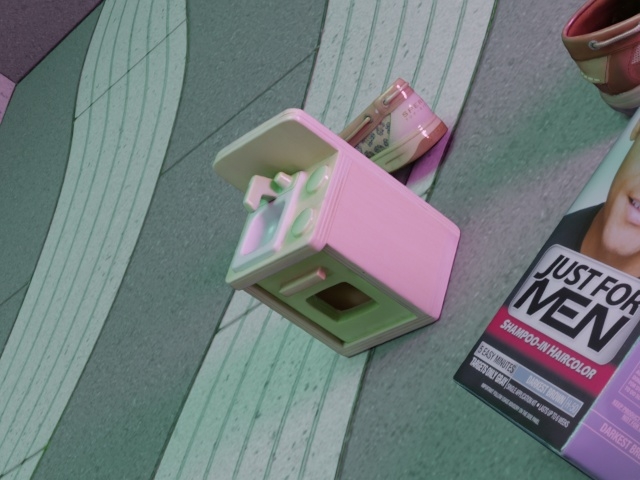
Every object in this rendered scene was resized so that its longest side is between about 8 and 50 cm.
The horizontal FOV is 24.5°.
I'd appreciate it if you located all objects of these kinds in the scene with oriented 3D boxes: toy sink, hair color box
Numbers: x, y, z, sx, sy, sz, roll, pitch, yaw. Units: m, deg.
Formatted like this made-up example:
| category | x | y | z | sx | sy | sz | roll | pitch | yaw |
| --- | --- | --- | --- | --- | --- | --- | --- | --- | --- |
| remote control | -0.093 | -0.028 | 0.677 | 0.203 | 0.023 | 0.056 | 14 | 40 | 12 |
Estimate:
| category | x | y | z | sx | sy | sz | roll | pitch | yaw |
| --- | --- | --- | --- | --- | --- | --- | --- | --- | --- |
| toy sink | 0.000 | 0.000 | 1.507 | 0.153 | 0.234 | 0.131 | -26 | 36 | 45 |
| hair color box | 0.281 | 0.006 | 1.133 | 0.374 | 0.113 | 0.185 | -55 | 24 | -2 |

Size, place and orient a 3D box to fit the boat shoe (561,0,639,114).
| category | x | y | z | sx | sy | sz | roll | pitch | yaw |
| --- | --- | --- | --- | --- | --- | --- | --- | --- | --- |
| boat shoe | 0.354 | -0.249 | 1.322 | 0.324 | 0.116 | 0.123 | -44 | 26 | 23 |

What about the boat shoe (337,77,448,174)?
| category | x | y | z | sx | sy | sz | roll | pitch | yaw |
| --- | --- | --- | --- | --- | --- | --- | --- | --- | --- |
| boat shoe | 0.026 | -0.108 | 1.745 | 0.285 | 0.089 | 0.104 | -25 | 15 | 41 |
